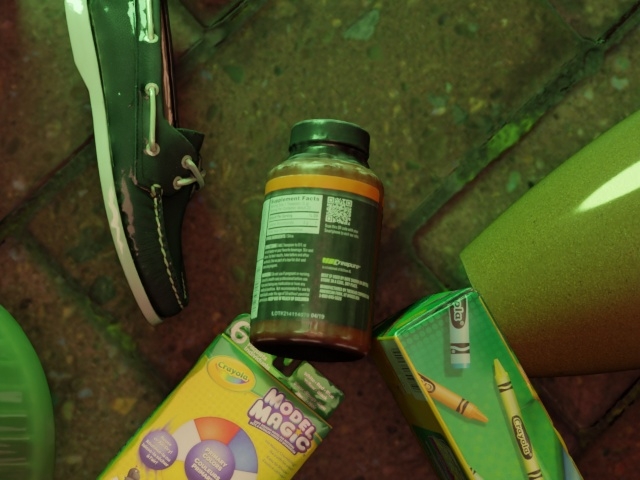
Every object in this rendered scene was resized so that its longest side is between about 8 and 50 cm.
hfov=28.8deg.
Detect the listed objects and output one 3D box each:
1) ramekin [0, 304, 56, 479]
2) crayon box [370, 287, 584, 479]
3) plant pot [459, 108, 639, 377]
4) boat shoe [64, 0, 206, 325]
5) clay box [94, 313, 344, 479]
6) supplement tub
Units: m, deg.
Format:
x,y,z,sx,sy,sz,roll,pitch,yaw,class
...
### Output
x,y,z,sx,sy,sz,roll,pitch,yaw,class
-0.369,0.159,0.939,0.303,0.148,0.303,-2,81,14,ramekin
0.144,0.180,1.039,0.081,0.165,0.278,-29,89,-8,crayon box
0.255,0.013,1.053,0.254,0.237,0.237,-23,88,6,plant pot
-0.143,-0.082,1.054,0.091,0.114,0.303,-13,88,-2,boat shoe
-0.090,0.181,1.067,0.127,0.053,0.222,40,83,-2,clay box
0.000,0.000,1.062,0.106,0.106,0.198,8,76,-6,supplement tub
